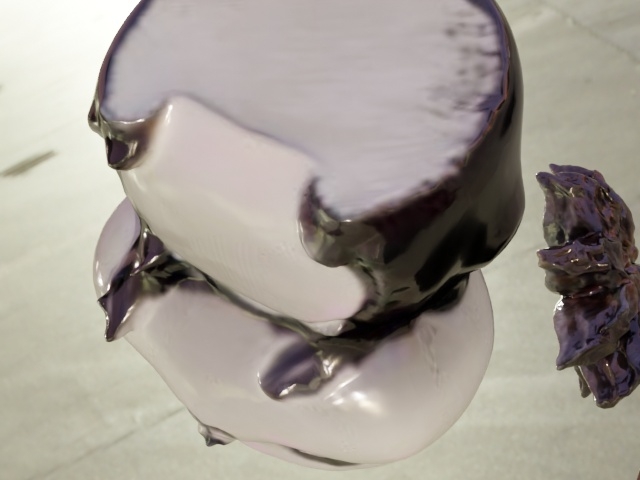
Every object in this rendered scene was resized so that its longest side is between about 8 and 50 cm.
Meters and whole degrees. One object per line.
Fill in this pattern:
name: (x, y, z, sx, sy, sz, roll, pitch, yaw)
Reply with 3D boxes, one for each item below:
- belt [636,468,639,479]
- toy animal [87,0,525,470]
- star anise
belt: (0.357, 0.274, 0.953, 0.217, 0.122, 0.338, -50, 49, 29)
toy animal: (0.000, 0.000, 0.776, 0.251, 0.310, 0.251, 2, 54, -3)
star anise: (0.271, 0.041, 1.281, 0.109, 0.236, 0.223, -8, 6, 12)
